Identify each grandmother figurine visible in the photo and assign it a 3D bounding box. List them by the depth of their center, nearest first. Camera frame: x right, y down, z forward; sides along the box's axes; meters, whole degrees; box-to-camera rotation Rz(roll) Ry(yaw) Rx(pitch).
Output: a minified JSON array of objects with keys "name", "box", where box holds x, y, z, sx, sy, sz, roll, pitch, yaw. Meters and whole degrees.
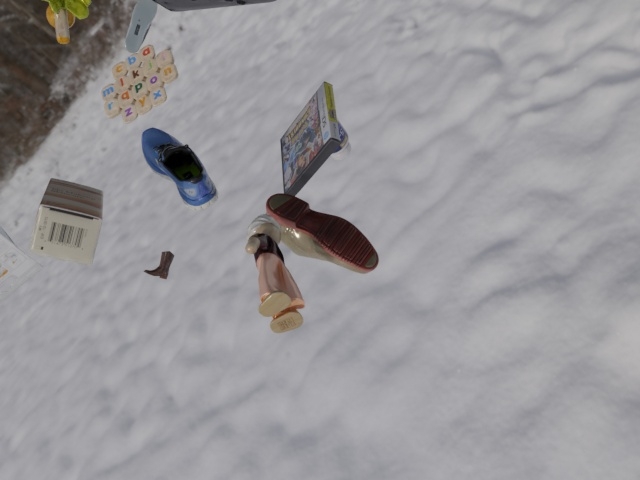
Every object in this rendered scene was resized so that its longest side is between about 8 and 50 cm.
[{"name":"grandmother figurine","box":[-0.111,0.061,1.546,0.103,0.208,0.343,-18,41,0]}]

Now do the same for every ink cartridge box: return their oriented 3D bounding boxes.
[{"name":"ink cartridge box","box":[-0.586,0.027,1.106,0.145,0.179,0.045,-39,40,0]}]

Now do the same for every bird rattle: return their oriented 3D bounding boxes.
[{"name":"bird rattle","box":[-0.767,-0.688,1.913,0.253,0.143,0.207,47,137,43]}]

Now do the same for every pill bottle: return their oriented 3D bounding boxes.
[{"name":"pill bottle","box":[0.036,-0.365,2.312,0.111,0.186,0.112,-12,61,22]}]

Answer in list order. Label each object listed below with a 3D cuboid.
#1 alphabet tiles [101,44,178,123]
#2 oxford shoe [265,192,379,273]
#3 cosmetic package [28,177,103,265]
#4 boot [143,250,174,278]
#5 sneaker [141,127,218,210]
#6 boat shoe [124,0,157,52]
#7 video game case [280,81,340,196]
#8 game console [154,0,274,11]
[{"name":"alphabet tiles","box":[-0.602,-0.521,2.192,0.284,0.021,0.278,-28,59,10]},{"name":"oxford shoe","box":[0.000,0.000,1.806,0.123,0.348,0.130,-46,-18,-39]},{"name":"cosmetic package","box":[-0.641,-0.055,1.685,0.296,0.153,0.129,-137,63,-65]},{"name":"boot","box":[-0.647,0.089,2.643,0.037,0.106,0.114,10,82,52]},{"name":"sneaker","box":[-0.409,-0.236,1.882,0.129,0.147,0.330,-36,59,-21]},{"name":"boat shoe","box":[-0.558,-0.671,2.036,0.184,0.065,0.083,-62,21,12]},{"name":"video game case","box":[-0.038,-0.298,1.977,0.275,0.035,0.248,-45,39,41]},{"name":"game console","box":[-0.294,-0.561,1.337,0.341,0.386,0.060,0,85,26]}]
